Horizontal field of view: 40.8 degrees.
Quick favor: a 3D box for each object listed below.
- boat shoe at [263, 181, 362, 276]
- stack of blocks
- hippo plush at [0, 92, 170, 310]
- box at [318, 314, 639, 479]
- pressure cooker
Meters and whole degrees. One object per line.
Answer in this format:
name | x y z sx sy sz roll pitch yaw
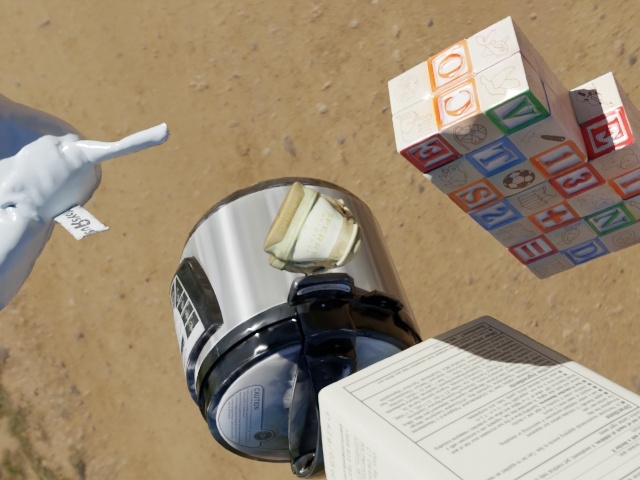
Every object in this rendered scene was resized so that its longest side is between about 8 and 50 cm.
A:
boat shoe | 0.001 -0.002 0.512 0.048 0.153 0.056 25 86 3
stack of blocks | 0.219 -0.083 0.832 0.171 0.297 0.087 -25 51 29
hippo plush | -0.346 -0.077 0.798 0.236 0.234 0.294 40 161 -30
box | 0.125 0.160 0.501 0.232 0.148 0.127 30 132 51
pressure cooker | -0.027 0.150 1.361 0.375 0.421 0.370 -36 135 20
